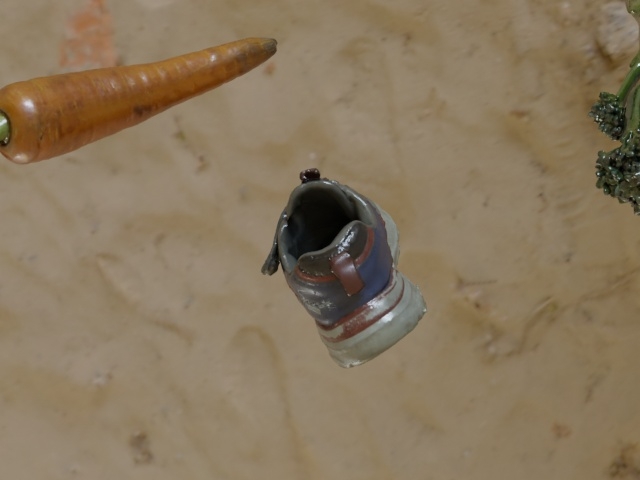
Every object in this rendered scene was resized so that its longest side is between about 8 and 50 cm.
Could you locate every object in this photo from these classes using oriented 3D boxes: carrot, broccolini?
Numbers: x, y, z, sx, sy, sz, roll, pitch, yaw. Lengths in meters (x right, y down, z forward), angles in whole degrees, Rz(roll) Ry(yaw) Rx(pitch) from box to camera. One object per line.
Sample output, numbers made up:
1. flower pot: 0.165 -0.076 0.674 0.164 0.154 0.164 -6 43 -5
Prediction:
1. carrot: -0.145 -0.114 1.165 0.061 0.257 0.061 37 138 43
2. broccolini: 0.208 -0.124 1.036 0.074 0.392 0.078 6 117 1

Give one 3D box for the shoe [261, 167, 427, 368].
1. shoe: 0.001 0.000 1.173 0.099 0.227 0.125 -37 118 6
